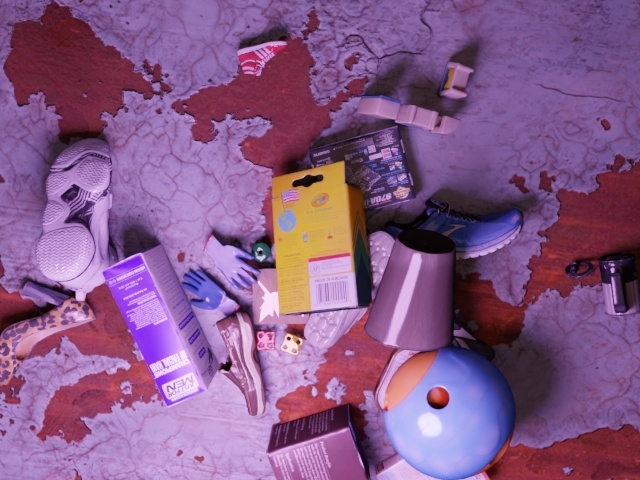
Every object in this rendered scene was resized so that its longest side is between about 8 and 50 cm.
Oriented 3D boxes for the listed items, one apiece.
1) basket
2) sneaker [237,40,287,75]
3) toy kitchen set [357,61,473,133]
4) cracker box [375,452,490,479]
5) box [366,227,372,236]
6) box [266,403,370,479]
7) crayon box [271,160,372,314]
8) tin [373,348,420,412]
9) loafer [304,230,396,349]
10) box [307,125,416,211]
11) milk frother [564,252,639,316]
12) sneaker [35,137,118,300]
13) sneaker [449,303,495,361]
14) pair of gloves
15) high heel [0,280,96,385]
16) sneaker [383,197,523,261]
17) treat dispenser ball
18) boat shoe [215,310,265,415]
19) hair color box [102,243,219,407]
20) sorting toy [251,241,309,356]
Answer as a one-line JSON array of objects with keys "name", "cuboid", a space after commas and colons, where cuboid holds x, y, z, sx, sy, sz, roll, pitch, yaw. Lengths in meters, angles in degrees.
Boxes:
[{"name": "basket", "cuboid": [0.212, 0.103, 1.542, 0.204, 0.154, 0.227, 4, 115, -8]}, {"name": "sneaker", "cuboid": [-0.128, -0.417, 1.637, 0.118, 0.042, 0.067, -12, 92, 10]}, {"name": "toy kitchen set", "cuboid": [0.216, -0.344, 1.622, 0.207, 0.122, 0.166, 12, 96, -21]}, {"name": "cracker box", "cuboid": [0.269, 0.564, 1.727, 0.232, 0.067, 0.156, -31, 94, 3]}, {"name": "box", "cuboid": [0.087, -0.013, 1.649, 0.052, 0.083, 0.062, -39, 55, 4]}, {"name": "box", "cuboid": [-0.002, 0.514, 1.675, 0.203, 0.167, 0.169, -18, 95, 3]}, {"name": "crayon box", "cuboid": [0.000, 0.000, 1.586, 0.202, 0.081, 0.319, -9, 80, 30]}, {"name": "tin", "cuboid": [0.200, 0.338, 1.720, 0.106, 0.040, 0.190, 23, 96, -6]}, {"name": "loafer", "cuboid": [0.075, 0.112, 1.647, 0.112, 0.111, 0.319, 41, 106, 16]}, {"name": "box", "cuboid": [0.097, -0.154, 1.658, 0.220, 0.051, 0.175, -16, 96, 3]}, {"name": "milk frother", "cuboid": [0.663, 0.108, 1.667, 0.143, 0.129, 0.135, -5, 98, 45]}, {"name": "sneaker", "cuboid": [-0.546, -0.044, 1.644, 0.137, 0.210, 0.366, 3, 62, 0]}, {"name": "sneaker", "cuboid": [0.317, 0.206, 1.681, 0.234, 0.078, 0.106, 25, 99, 0]}, {"name": "pair of gloves", "cuboid": [-0.237, 0.091, 1.682, 0.159, 0.023, 0.198, 37, 110, 10]}, {"name": "high heel", "cuboid": [-0.654, 0.244, 1.689, 0.186, 0.093, 0.261, 19, 87, 5]}, {"name": "sneaker", "cuboid": [0.300, -0.030, 1.631, 0.329, 0.130, 0.147, -13, 98, 2]}, {"name": "treat dispenser ball", "cuboid": [0.281, 0.376, 1.565, 0.288, 0.288, 0.288, 0, 96, 1]}, {"name": "boat shoe", "cuboid": [-0.195, 0.297, 1.680, 0.095, 0.095, 0.258, -12, 99, -15]}, {"name": "hair color box", "cuboid": [-0.360, 0.188, 1.636, 0.110, 0.185, 0.339, -26, 95, 4]}, {"name": "sorting toy", "cuboid": [-0.093, 0.138, 1.695, 0.132, 0.046, 0.275, -1, 96, 1]}]
